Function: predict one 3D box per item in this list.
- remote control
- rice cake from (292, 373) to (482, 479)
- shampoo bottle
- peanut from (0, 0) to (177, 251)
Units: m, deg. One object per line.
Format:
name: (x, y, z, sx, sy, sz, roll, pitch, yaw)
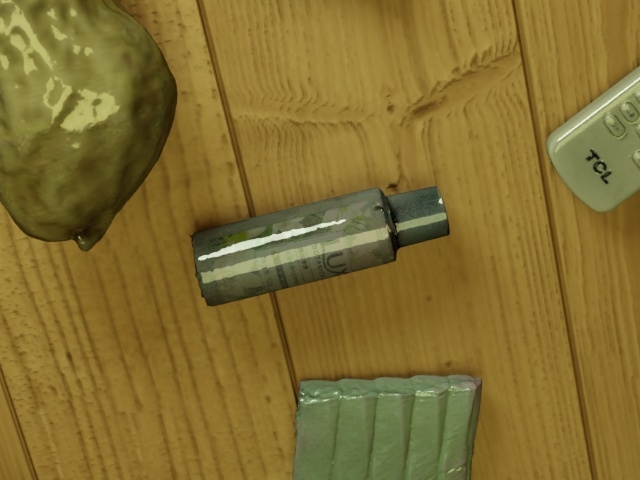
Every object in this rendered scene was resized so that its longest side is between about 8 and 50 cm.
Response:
remote control: (0.281, -0.104, 1.311, 0.190, 0.029, 0.087, -37, 110, 12)
rice cake: (0.055, 0.215, 1.426, 0.189, 0.037, 0.198, -5, 113, -1)
shampoo bottle: (0.000, 0.000, 1.316, 0.214, 0.072, 0.072, -14, 113, 2)
peanut: (-0.198, -0.140, 1.208, 0.159, 0.143, 0.291, -13, 111, 3)
